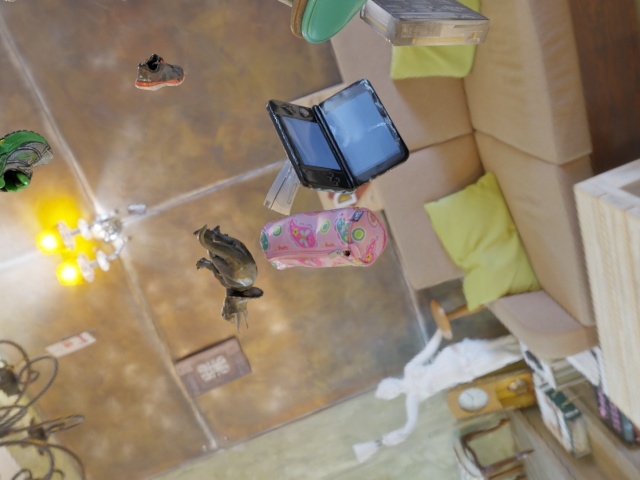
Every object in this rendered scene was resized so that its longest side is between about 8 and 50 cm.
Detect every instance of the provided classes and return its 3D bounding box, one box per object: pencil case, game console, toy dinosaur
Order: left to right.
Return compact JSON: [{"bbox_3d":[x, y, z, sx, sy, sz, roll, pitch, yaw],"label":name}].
[{"bbox_3d":[-0.181,0.047,1.285,0.160,0.121,0.314,38,149,17],"label":"toy dinosaur"},{"bbox_3d":[0.000,0.000,1.300,0.284,0.124,0.124,-3,115,44],"label":"pencil case"},{"bbox_3d":[0.040,-0.281,1.572,0.250,0.173,0.293,2,-127,-42],"label":"game console"}]

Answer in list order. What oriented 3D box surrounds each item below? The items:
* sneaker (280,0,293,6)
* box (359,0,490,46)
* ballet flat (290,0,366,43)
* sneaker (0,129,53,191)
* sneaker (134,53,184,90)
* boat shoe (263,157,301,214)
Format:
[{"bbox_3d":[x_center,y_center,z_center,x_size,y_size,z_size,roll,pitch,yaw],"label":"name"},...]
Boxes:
[{"bbox_3d":[-0.090,-0.506,1.112,0.292,0.110,0.118,28,-142,-23],"label":"sneaker"},{"bbox_3d":[0.229,-0.491,1.376,0.183,0.230,0.056,-122,31,-46],"label":"box"},{"bbox_3d":[0.047,-0.365,0.624,0.124,0.116,0.342,55,137,13],"label":"ballet flat"},{"bbox_3d":[-0.824,-0.192,1.654,0.146,0.134,0.343,46,-159,-7],"label":"sneaker"},{"bbox_3d":[-0.336,-0.365,1.319,0.158,0.061,0.065,-56,-25,-61],"label":"sneaker"},{"bbox_3d":[-0.060,-0.189,1.718,0.088,0.268,0.096,28,153,1],"label":"boat shoe"}]
